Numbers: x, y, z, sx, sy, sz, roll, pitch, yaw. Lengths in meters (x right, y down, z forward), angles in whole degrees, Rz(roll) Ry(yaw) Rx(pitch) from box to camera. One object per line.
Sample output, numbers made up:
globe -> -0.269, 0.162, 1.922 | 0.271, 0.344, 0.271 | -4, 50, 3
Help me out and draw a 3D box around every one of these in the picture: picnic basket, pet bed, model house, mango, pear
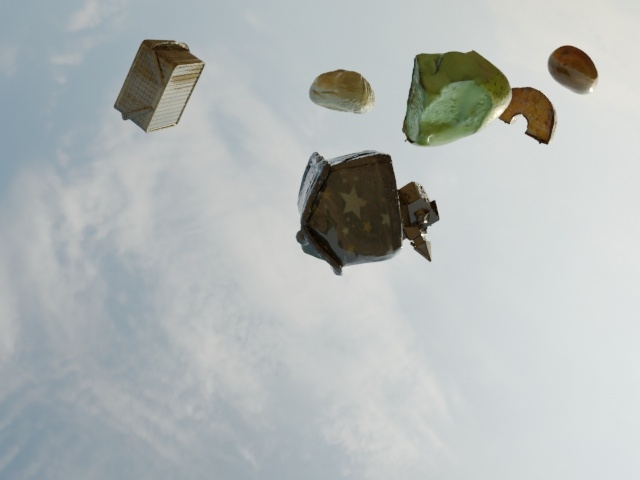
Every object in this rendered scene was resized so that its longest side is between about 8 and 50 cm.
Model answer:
picnic basket -> -0.299, -0.289, 1.140 | 0.079, 0.164, 0.115 | 38, -153, 7
pet bed -> 0.032, -0.051, 0.985 | 0.159, 0.183, 0.211 | -10, -167, -4
model house -> 0.290, -0.041, 1.944 | 0.176, 0.181, 0.248 | 0, -120, -59
mango -> 0.904, -0.600, 2.163 | 0.221, 0.120, 0.151 | 35, 179, -17
pear -> 0.383, -0.374, 1.678 | 0.282, 0.286, 0.176 | -5, -128, -6

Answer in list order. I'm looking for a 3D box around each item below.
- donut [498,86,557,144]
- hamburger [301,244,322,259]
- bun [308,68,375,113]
donut -> 0.735, -0.452, 2.127 | 0.101, 0.152, 0.259 | -2, -144, -44
hamburger -> -0.001, 0.002, 1.605 | 0.121, 0.084, 0.054 | 16, -134, 15
bun -> 0.068, -0.486, 1.968 | 0.220, 0.134, 0.220 | 12, -171, -2
